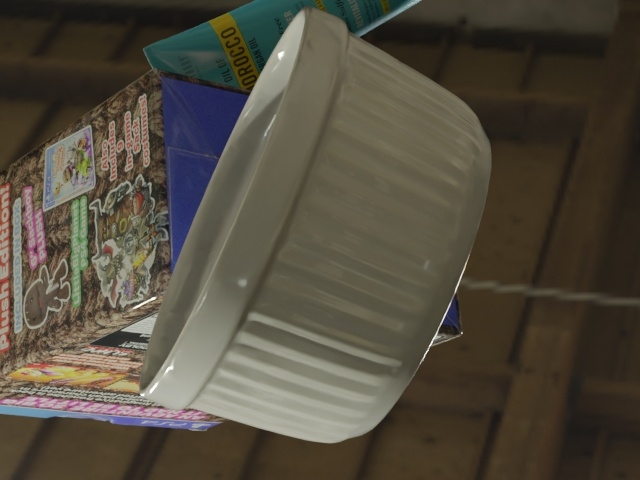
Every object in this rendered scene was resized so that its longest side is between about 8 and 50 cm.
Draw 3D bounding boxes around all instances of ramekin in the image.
[{"bbox_3d":[0.000,0.000,0.821,0.109,0.207,0.207,23,-140,-9],"label":"ramekin"}]

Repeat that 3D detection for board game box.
[{"bbox_3d":[-0.092,0.022,1.118,0.232,0.291,0.141,10,-114,-38],"label":"board game box"}]

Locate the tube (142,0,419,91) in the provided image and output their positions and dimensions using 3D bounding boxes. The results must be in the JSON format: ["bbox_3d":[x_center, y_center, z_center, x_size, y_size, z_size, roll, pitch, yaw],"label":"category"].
[{"bbox_3d":[-0.023,-0.152,1.211,0.207,0.080,0.052,-30,-161,-13],"label":"tube"}]
